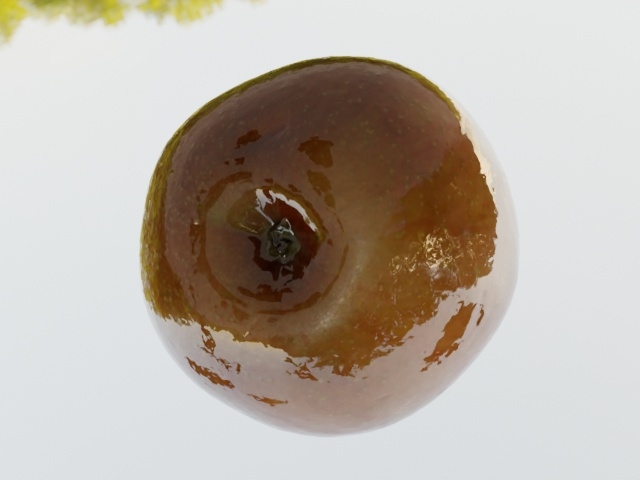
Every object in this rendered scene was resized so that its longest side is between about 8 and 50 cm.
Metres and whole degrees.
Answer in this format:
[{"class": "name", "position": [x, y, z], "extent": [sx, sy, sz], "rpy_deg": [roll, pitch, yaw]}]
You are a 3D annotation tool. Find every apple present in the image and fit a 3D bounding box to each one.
[{"class": "apple", "position": [0.000, 0.000, 0.762], "extent": [0.201, 0.201, 0.162], "rpy_deg": [-16, 171, 12]}]
